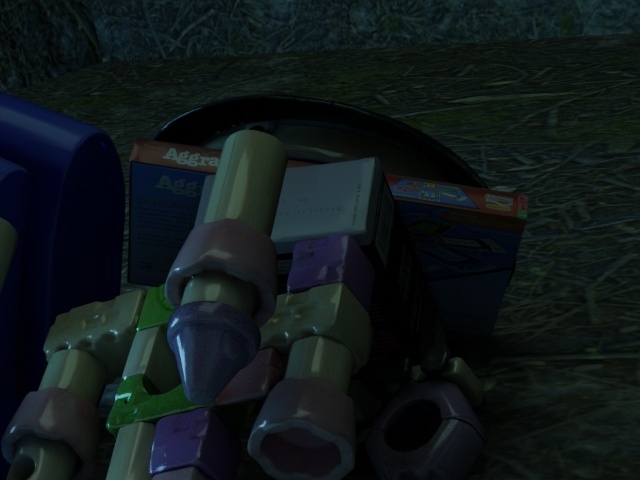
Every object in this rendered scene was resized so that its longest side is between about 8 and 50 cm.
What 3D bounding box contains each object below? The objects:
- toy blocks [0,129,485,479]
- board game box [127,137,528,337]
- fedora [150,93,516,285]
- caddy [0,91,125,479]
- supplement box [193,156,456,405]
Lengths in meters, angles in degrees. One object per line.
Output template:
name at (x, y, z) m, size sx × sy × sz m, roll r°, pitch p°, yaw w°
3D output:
toy blocks at (-0.087, 0.140, 1.110) m, size 0.288 × 0.309 × 0.260 m, roll -15°, pitch 44°, yaw 28°
board game box at (0.000, 0.000, 1.265) m, size 0.281 × 0.145 × 0.027 m, roll 9°, pitch 52°, yaw -1°
fedora at (-0.013, 0.027, 1.430) m, size 0.334 × 0.334 × 0.152 m, roll -2°, pitch 50°, yaw 30°
caddy at (-0.286, 0.035, 1.353) m, size 0.179 × 0.341 × 0.241 m, roll 15°, pitch 23°, yaw 20°
supplement box at (0.009, 0.050, 1.244) m, size 0.130 × 0.239 × 0.073 m, roll -5°, pitch 48°, yaw 17°
